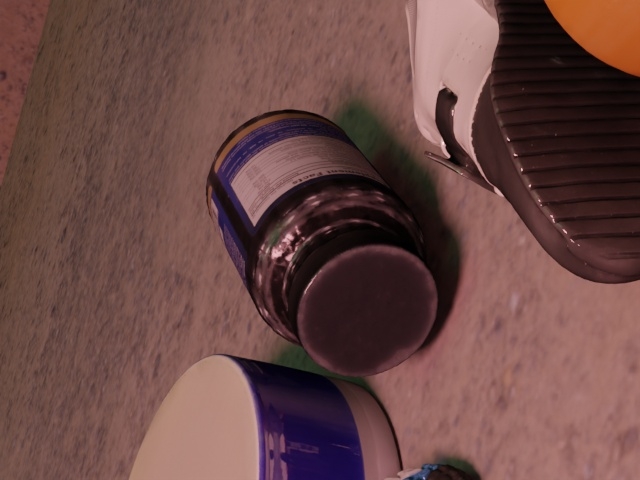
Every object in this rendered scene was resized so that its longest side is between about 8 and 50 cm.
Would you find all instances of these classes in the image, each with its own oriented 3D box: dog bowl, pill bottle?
[{"bbox_3d":[-0.054,0.215,0.939,0.265,0.104,0.265,-46,35,47],"label":"dog bowl"},{"bbox_3d":[0.000,0.000,0.939,0.123,0.122,0.219,-66,25,17],"label":"pill bottle"}]

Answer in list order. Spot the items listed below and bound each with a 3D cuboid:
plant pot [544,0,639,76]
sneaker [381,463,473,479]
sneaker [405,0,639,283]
[{"bbox_3d":[0.180,-0.163,0.585,0.188,0.205,0.205,127,153,-69],"label":"plant pot"},{"bbox_3d":[0.035,0.218,0.790,0.191,0.083,0.071,-53,31,-12],"label":"sneaker"},{"bbox_3d":[0.119,-0.075,0.766,0.330,0.122,0.146,-101,18,-45],"label":"sneaker"}]
